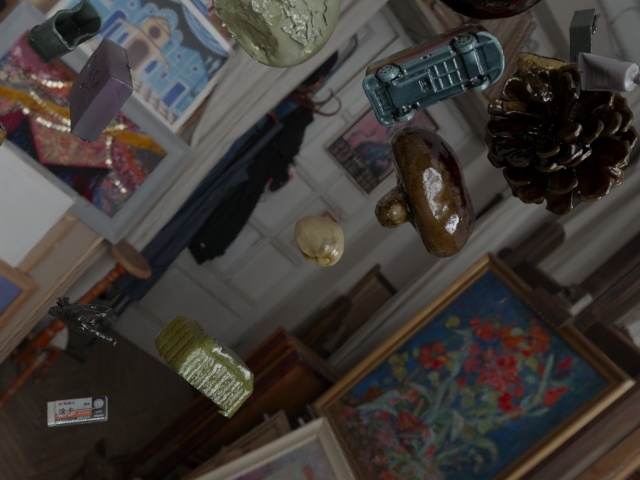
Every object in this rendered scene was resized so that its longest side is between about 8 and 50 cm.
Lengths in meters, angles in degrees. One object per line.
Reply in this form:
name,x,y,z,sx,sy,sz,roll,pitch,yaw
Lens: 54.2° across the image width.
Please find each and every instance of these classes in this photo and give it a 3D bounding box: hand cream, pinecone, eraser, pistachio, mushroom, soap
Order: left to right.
eraser,-0.526,0.370,1.357,0.029,0.122,0.052,117,-34,-58
soap,-0.811,-0.550,2.298,0.107,0.285,0.296,24,30,-39
pistachio,0.000,0.000,1.962,0.200,0.145,0.117,50,-14,47
mushroom,0.284,-0.124,1.614,0.239,0.345,0.345,7,-9,17
pinecone,0.551,-0.265,1.511,0.384,0.384,0.384,48,5,-5
hand cream,0.586,-0.333,1.255,0.142,0.053,0.084,30,-33,50

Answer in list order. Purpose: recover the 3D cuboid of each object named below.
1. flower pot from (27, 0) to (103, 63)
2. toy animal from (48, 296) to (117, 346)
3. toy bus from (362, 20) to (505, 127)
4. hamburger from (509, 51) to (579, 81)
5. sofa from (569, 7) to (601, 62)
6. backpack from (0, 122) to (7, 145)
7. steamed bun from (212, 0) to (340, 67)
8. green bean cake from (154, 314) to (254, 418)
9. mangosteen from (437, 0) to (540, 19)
flower pot,-0.723,-0.599,1.781,0.103,0.108,0.229,58,27,-26
toy animal,-0.628,0.211,1.649,0.148,0.084,0.233,11,5,-39
toy bus,0.219,-0.335,1.233,0.119,0.265,0.121,-89,154,-52
hamburger,0.645,-0.435,1.736,0.262,0.124,0.131,22,32,25
sofa,0.609,-0.471,1.435,0.147,0.060,0.085,-55,139,-49
backpack,-0.890,-0.258,1.409,0.378,0.353,0.201,51,-3,43
steamed bun,-0.089,-0.629,1.579,0.334,0.312,0.233,39,-24,-33
green bean cake,-0.294,0.312,1.609,0.236,0.124,0.233,48,-11,-29
mangosteen,0.308,-0.532,1.087,0.311,0.311,0.311,48,5,-5
